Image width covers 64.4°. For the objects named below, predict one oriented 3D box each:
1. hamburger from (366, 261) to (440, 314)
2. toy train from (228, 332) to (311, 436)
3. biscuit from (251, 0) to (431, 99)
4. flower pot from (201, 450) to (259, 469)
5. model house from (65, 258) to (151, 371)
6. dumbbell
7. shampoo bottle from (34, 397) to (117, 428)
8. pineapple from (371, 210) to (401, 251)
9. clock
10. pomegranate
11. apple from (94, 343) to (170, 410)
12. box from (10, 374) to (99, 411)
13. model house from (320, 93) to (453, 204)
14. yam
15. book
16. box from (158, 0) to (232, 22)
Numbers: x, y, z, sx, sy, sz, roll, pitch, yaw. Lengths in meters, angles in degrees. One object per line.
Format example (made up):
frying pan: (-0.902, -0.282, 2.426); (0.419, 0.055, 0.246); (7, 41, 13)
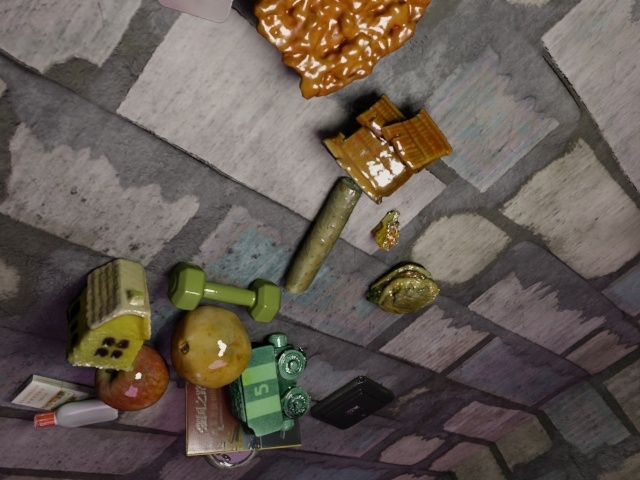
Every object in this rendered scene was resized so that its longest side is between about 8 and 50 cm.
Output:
hamburger: (0.258, 0.148, 1.566); (0.183, 0.130, 0.206); (22, 139, -34)
toy train: (-0.163, 0.443, 1.566); (0.238, 0.299, 0.167); (-5, 177, -30)
biscuit: (0.034, -0.442, 0.907); (0.318, 0.110, 0.312); (-35, 134, 9)
flower pot: (-0.303, 0.634, 1.699); (0.246, 0.195, 0.246); (0, 91, -16)
model house: (-0.485, 0.173, 1.229); (0.174, 0.193, 0.234); (27, 115, -38)
dumbbell: (-0.249, 0.141, 1.349); (0.302, 0.121, 0.108); (16, 95, -33)
shampoo bottle: (-0.721, 0.515, 1.505); (0.220, 0.051, 0.108); (-5, 138, -20)
pineapple: (0.187, -0.038, 1.398); (0.114, 0.077, 0.114); (-22, 137, -54)
clock: (0.133, 0.663, 2.037); (0.279, 0.049, 0.273); (-37, 134, 15)
pomegranate: (-0.305, 0.297, 1.400); (0.233, 0.233, 0.233); (-11, 135, -12)
apple: (-0.519, 0.379, 1.411); (0.188, 0.188, 0.174); (-32, 146, 9)
box: (-0.768, 0.461, 1.497); (0.122, 0.032, 0.220); (-41, 133, 19)
model house: (0.153, -0.211, 1.147); (0.229, 0.219, 0.199); (-37, 93, 7)
yam: (0.000, 0.000, 1.341); (0.083, 0.083, 0.372); (8, 127, -28)
book: (-0.243, 0.530, 1.616); (0.373, 0.263, 0.028); (7, 150, -28)
box: (-0.213, -0.436, 0.873); (0.126, 0.031, 0.091); (5, 129, -27)
